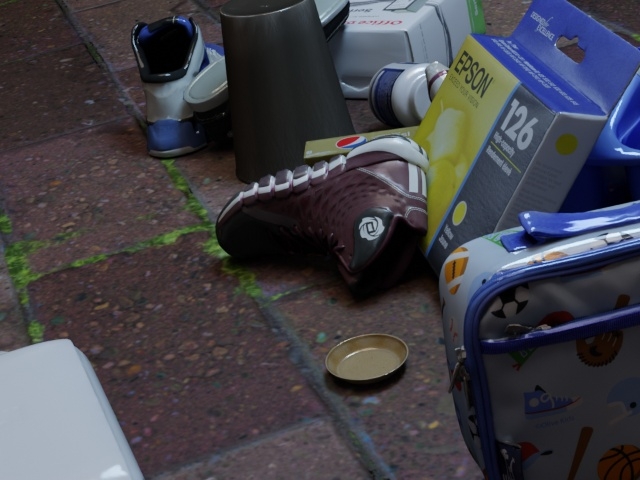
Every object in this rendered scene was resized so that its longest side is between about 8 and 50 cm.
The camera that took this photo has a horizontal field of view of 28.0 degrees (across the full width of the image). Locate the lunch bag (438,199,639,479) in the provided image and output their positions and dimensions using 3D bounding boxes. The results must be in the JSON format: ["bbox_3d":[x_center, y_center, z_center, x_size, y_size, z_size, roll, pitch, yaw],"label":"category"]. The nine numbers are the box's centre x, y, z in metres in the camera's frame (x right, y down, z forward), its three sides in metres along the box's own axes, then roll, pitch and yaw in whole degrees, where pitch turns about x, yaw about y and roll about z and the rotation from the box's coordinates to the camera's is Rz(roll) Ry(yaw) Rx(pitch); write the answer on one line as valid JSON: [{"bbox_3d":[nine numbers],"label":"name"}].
[{"bbox_3d":[0.241,0.082,1.012,0.303,0.243,0.115,-13,26,-5],"label":"lunch bag"}]

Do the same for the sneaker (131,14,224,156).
[{"bbox_3d":[-0.203,-0.273,1.975,0.127,0.182,0.315,-4,28,10],"label":"sneaker"}]

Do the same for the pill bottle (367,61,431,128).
[{"bbox_3d":[0.132,-0.194,1.745,0.094,0.094,0.169,-17,13,-12],"label":"pill bottle"}]

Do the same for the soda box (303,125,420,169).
[{"bbox_3d":[0.072,-0.103,1.660,0.181,0.061,0.058,-8,25,6],"label":"soda box"}]

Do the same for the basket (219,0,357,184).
[{"bbox_3d":[-0.052,-0.222,1.761,0.154,0.227,0.204,11,33,37],"label":"basket"}]

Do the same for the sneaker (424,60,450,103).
[{"bbox_3d":[0.184,-0.171,1.631,0.069,0.185,0.084,-33,67,8],"label":"sneaker"}]

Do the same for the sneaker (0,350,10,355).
[{"bbox_3d":[-0.407,0.166,1.314,0.212,0.080,0.094,-16,14,-26],"label":"sneaker"}]

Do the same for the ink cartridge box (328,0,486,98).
[{"bbox_3d":[0.116,-0.328,2.035,0.198,0.115,0.273,4,30,30],"label":"ink cartridge box"}]

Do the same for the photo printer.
[{"bbox_3d":[-0.289,0.217,1.106,0.256,0.107,0.307,-18,27,-14],"label":"photo printer"}]

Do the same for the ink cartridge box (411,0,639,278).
[{"bbox_3d":[0.194,-0.115,1.393,0.072,0.307,0.304,19,18,-18],"label":"ink cartridge box"}]

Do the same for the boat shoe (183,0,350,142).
[{"bbox_3d":[-0.068,-0.264,1.897,0.302,0.091,0.114,-38,39,-12],"label":"boat shoe"}]

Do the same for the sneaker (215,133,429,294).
[{"bbox_3d":[0.000,0.000,1.447,0.281,0.106,0.163,-24,55,27],"label":"sneaker"}]

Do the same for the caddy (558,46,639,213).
[{"bbox_3d":[0.380,-0.130,1.459,0.241,0.179,0.341,7,32,35],"label":"caddy"}]

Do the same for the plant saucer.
[{"bbox_3d":[0.047,0.120,1.272,0.083,0.015,0.083,-9,27,5],"label":"plant saucer"}]
